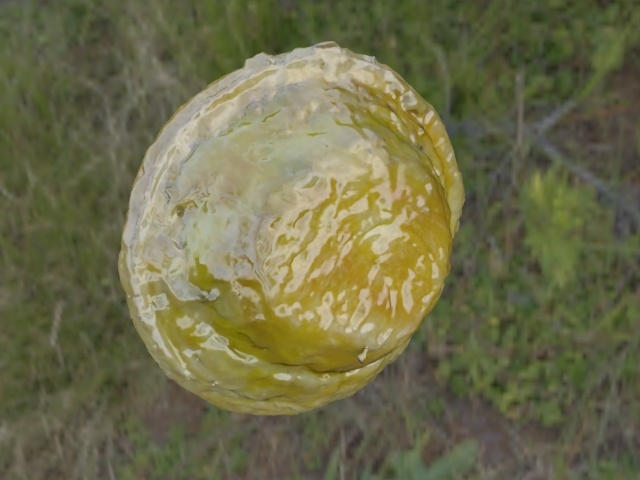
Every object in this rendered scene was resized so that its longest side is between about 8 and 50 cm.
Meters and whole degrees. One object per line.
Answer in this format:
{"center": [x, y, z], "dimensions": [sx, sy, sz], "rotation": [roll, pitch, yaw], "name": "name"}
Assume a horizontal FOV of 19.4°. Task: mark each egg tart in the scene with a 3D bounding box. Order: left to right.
{"center": [0.000, 0.000, 1.479], "dimensions": [0.319, 0.319, 0.128], "rotation": [-34, 26, -23], "name": "egg tart"}
